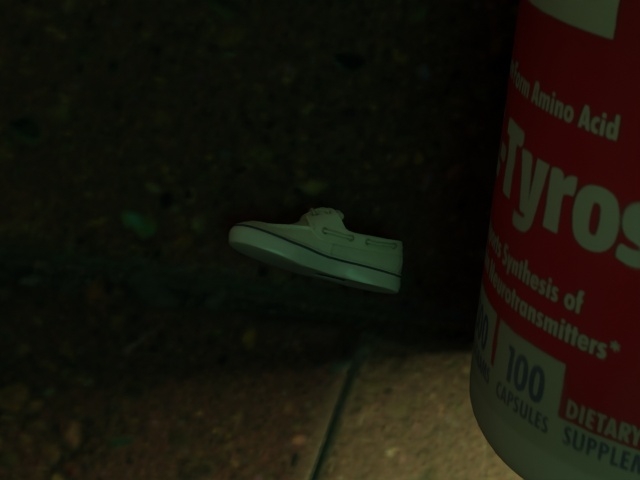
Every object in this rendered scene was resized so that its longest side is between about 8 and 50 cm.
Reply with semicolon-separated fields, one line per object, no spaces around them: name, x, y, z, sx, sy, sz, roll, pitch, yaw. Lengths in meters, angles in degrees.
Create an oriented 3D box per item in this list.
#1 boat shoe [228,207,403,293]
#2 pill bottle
boat shoe;0.000;0.000;0.704;0.100;0.035;0.035;15;79;-24
pill bottle;0.203;-0.081;0.634;0.229;0.229;0.408;-5;114;-21
